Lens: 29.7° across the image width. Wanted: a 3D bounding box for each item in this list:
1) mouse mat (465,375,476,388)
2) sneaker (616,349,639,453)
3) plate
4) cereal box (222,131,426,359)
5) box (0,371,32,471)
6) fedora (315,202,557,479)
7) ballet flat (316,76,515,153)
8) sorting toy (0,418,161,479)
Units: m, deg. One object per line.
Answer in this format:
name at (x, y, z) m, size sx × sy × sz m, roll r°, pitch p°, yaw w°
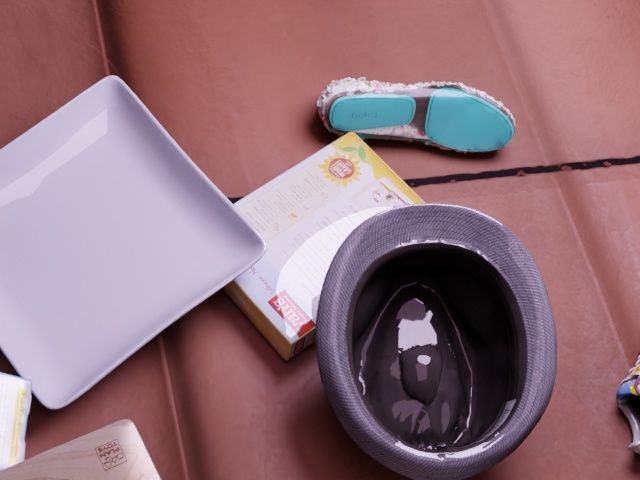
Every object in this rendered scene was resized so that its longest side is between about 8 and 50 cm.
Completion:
mouse mat at (0.156, 0.090, 1.333) m, size 0.190 × 0.007 × 0.152 m, roll 15°, pitch 58°, yaw -2°
sneaker at (0.362, 0.146, 1.307) m, size 0.084 × 0.069 × 0.185 m, roll 8°, pitch 58°, yaw -13°
plate at (-0.242, 0.000, 1.253) m, size 0.277 × 0.045 × 0.278 m, roll -37°, pitch 71°, yaw -16°
cereal box at (0.000, 0.000, 1.326) m, size 0.240 × 0.047 × 0.173 m, roll -33°, pitch 69°, yaw -25°
box at (-0.388, 0.151, 1.088) m, size 0.244 × 0.060 × 0.100 m, roll 21°, pitch 51°, yaw -31°
fedora at (0.110, 0.111, 1.234) m, size 0.244 × 0.124 × 0.275 m, roll -6°, pitch 75°, yaw -10°
ballet flat at (0.112, -0.158, 1.430) m, size 0.241 × 0.091 × 0.077 m, roll 7°, pitch 26°, yaw -13°
sorting toy at (-0.235, 0.329, 1.060) m, size 0.257 × 0.089 × 0.255 m, roll -21°, pitch 67°, yaw -23°
